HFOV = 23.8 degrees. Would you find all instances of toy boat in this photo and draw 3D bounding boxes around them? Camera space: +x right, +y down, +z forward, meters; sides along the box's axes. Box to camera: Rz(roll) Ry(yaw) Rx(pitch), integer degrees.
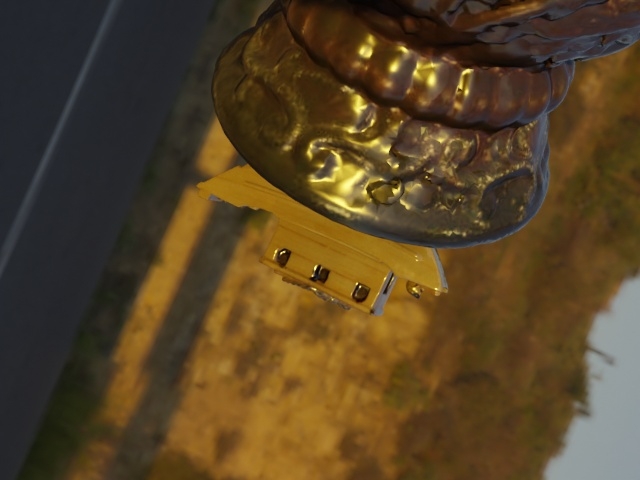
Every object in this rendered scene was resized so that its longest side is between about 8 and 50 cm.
[{"bbox_3d":[0.000,0.000,1.118,0.077,0.200,0.057,-65,167,4],"label":"toy boat"}]

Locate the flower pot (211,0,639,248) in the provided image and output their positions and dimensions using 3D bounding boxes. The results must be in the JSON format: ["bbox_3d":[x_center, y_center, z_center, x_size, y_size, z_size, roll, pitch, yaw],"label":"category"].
[{"bbox_3d":[0.071,-0.155,0.749,0.266,0.266,0.267,-63,177,-57],"label":"flower pot"}]
